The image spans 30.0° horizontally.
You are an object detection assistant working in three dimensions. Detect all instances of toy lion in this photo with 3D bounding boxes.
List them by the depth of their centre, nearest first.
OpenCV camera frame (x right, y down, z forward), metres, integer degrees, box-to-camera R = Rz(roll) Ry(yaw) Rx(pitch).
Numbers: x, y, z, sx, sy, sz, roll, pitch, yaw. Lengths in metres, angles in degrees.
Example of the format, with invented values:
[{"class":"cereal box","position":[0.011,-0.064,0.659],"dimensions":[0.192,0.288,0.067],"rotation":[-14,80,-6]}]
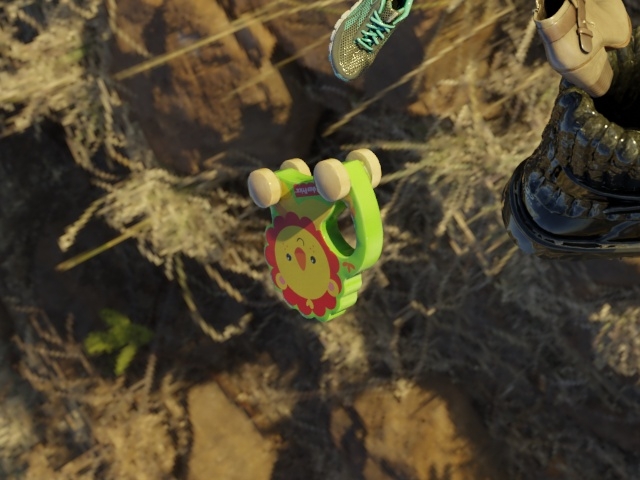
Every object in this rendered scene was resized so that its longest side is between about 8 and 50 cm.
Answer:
[{"class":"toy lion","position":[0.000,0.000,0.690],"dimensions":[0.100,0.034,0.096],"rotation":[-4,103,51]}]

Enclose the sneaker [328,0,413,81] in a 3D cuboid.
[{"class":"sneaker","position":[0.067,-0.267,1.431],"dimensions":[0.065,0.166,0.076],"rotation":[27,-178,-20]}]

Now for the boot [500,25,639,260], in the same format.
[{"class":"boot","position":[0.336,-0.078,1.002],"dimensions":[0.260,0.348,0.131],"rotation":[107,151,-67]}]

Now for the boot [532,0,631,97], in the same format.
[{"class":"boot","position":[0.181,-0.160,0.835],"dimensions":[0.042,0.118,0.087],"rotation":[-17,133,32]}]
